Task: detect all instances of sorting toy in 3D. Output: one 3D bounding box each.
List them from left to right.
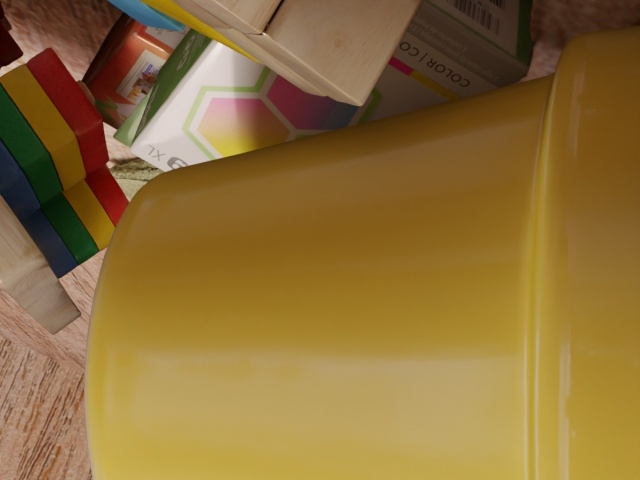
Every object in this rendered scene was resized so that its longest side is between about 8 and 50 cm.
[{"bbox_3d":[-0.199,-0.086,0.667,0.257,0.089,0.255,54,168,3],"label":"sorting toy"}]

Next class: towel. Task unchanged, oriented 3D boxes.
[{"bbox_3d":[-0.110,-0.033,0.972,0.110,0.027,0.148,33,162,-29],"label":"towel"}]

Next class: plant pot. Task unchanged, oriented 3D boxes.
[{"bbox_3d":[0.056,0.050,0.436,0.239,0.254,0.254,0,156,17],"label":"plant pot"}]

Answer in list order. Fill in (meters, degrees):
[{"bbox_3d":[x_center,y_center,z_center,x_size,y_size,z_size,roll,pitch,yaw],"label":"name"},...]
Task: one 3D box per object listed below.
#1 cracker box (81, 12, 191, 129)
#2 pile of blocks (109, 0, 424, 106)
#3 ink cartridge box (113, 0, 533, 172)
[{"bbox_3d":[-0.011,-0.061,0.675,0.232,0.067,0.156,31,162,-17],"label":"cracker box"},{"bbox_3d":[-0.113,-0.174,0.420,0.362,0.112,0.149,30,177,8],"label":"pile of blocks"},{"bbox_3d":[-0.013,-0.060,0.536,0.109,0.062,0.209,30,135,-19],"label":"ink cartridge box"}]
